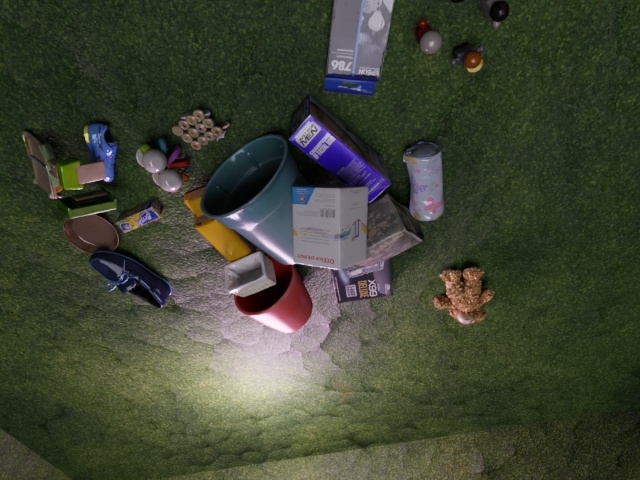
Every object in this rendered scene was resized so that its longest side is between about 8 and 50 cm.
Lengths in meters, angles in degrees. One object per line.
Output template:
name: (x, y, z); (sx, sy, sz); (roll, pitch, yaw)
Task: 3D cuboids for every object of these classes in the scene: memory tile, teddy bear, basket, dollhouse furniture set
memory tile: (-0.395, -0.352, 1.339); (0.148, 0.012, 0.113); (-20, 134, 34)
teddy bear: (0.618, 0.245, 1.791); (0.245, 0.113, 0.338); (1, 127, 0)
basket: (-0.260, 0.130, 1.562); (0.167, 0.113, 0.103); (-22, 151, 13)
dollhouse furniture set: (-0.826, -0.233, 1.376); (0.301, 0.151, 0.198); (31, 127, 30)

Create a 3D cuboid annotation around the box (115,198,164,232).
box: (-0.662, -0.091, 1.533); (0.168, 0.059, 0.054); (-21, 127, 14)

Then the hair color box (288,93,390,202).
hair color box: (0.062, -0.289, 1.322); (0.338, 0.185, 0.110); (33, 120, -24)

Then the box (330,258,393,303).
box: (0.162, 0.109, 1.695); (0.242, 0.077, 0.308); (-8, 126, 4)

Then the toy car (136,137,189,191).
toy car: (-0.507, -0.256, 1.375); (0.136, 0.159, 0.182); (-42, 124, -14)

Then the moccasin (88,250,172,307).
moccasin: (-0.753, 0.158, 1.666); (0.342, 0.117, 0.137); (32, 128, -28)

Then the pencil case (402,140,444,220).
pencil case: (0.360, -0.199, 1.443); (0.124, 0.113, 0.273); (-13, 127, 5)

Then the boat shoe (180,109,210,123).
boat shoe: (-0.393, -0.390, 1.329); (0.100, 0.035, 0.035); (-9, 137, 8)

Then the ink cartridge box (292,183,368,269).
ink cartridge box: (0.031, -0.048, 1.252); (0.171, 0.168, 0.233); (8, 103, 34)

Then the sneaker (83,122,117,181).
sneaker: (-0.707, -0.285, 1.379); (0.082, 0.069, 0.209); (-2, 127, -5)

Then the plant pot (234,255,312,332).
plant pot: (-0.167, 0.232, 1.683); (0.274, 0.275, 0.243); (-23, 134, 15)

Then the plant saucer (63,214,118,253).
plant saucer: (-0.866, -0.032, 1.588); (0.198, 0.036, 0.199); (-1, 127, -2)

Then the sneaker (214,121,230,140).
sneaker: (-0.319, -0.356, 1.361); (0.083, 0.032, 0.037); (-24, 131, 28)

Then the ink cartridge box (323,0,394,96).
ink cartridge box: (0.106, -0.571, 1.185); (0.165, 0.065, 0.333); (3, 128, -4)

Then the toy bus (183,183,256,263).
toy bus: (-0.357, -0.050, 1.508); (0.108, 0.130, 0.333); (-18, 141, 12)

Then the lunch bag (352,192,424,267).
lunch bag: (0.210, -0.016, 1.447); (0.235, 0.169, 0.287); (-31, 156, 20)

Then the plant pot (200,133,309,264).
plant pot: (-0.155, -0.111, 1.386); (0.341, 0.341, 0.334); (-27, 132, 18)

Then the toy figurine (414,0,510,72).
toy figurine: (0.379, -0.585, 1.126); (0.209, 0.148, 0.213); (18, 124, -15)
